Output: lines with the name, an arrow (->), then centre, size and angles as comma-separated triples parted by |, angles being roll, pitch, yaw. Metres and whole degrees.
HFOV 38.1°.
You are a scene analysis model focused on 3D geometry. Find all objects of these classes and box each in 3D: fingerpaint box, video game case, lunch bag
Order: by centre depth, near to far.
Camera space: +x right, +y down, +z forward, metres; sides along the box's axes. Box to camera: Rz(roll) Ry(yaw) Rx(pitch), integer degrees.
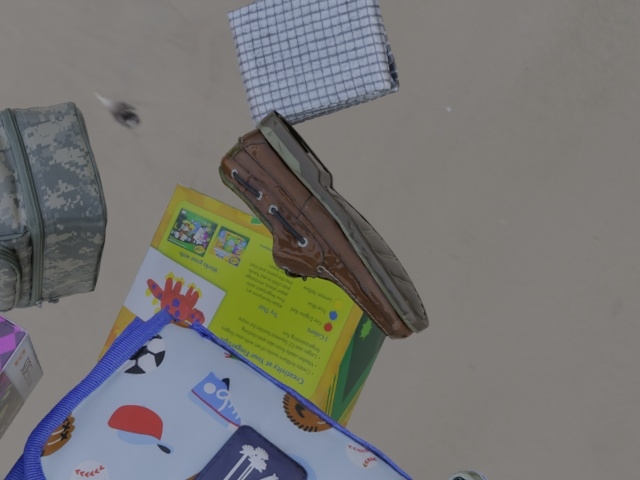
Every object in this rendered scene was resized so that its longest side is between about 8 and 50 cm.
video game case -> -0.299, 0.177, 0.719 | 0.042, 0.210, 0.232 | 31, 69, -3
lunch bag -> -0.114, 0.293, 0.756 | 0.328, 0.239, 0.385 | 34, 86, 11
lunch bag -> -0.440, -0.027, 1.257 | 0.256, 0.305, 0.212 | -10, 72, -22
fingerpaint box -> -0.125, 0.154, 1.663 | 0.445, 0.163, 0.371 | 23, 88, 26

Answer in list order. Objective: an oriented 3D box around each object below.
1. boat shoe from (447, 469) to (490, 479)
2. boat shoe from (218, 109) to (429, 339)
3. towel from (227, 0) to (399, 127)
boat shoe -> 0.255, 0.469, 1.320 | 0.109, 0.094, 0.302 | -36, 61, 13
boat shoe -> 0.000, 0.000, 1.047 | 0.104, 0.111, 0.307 | -39, 70, 10
towel -> -0.007, -0.342, 1.678 | 0.284, 0.121, 0.235 | -14, 85, 20
